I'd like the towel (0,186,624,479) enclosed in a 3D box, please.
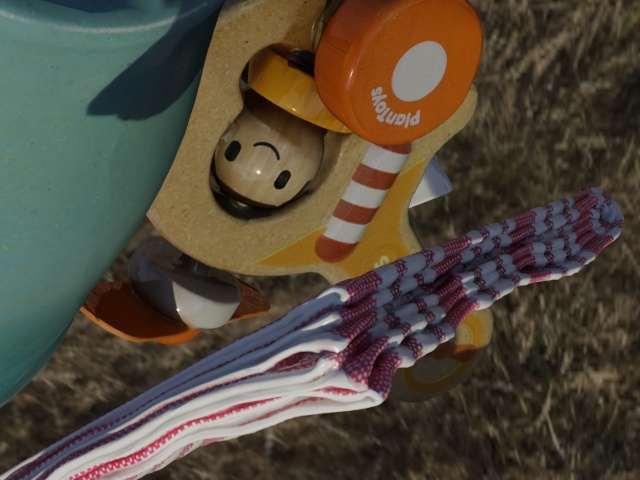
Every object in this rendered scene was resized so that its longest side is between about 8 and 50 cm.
[{"bbox_3d":[0.001,0.038,0.477,0.144,0.197,0.029,-30,84,30],"label":"towel"}]

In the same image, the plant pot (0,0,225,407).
[{"bbox_3d":[-0.159,-0.086,0.606,0.271,0.255,0.272,18,55,-27],"label":"plant pot"}]

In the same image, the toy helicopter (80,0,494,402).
[{"bbox_3d":[0.000,0.000,0.878,0.235,0.355,0.140,-43,49,-5],"label":"toy helicopter"}]

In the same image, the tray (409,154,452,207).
[{"bbox_3d":[0.043,-0.089,1.724,0.145,0.270,0.030,46,69,-9],"label":"tray"}]
